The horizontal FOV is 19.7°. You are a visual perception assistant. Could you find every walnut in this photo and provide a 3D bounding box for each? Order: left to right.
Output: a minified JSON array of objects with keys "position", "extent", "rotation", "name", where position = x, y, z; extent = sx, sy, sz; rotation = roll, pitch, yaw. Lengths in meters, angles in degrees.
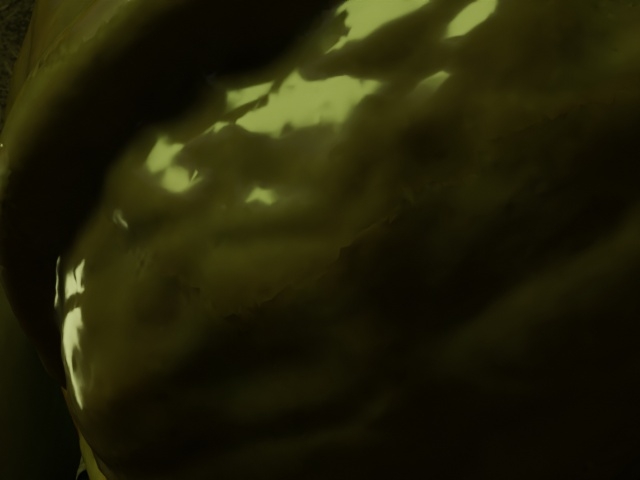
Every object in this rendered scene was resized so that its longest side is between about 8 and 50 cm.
[{"position":[0.022,-0.021,0.632],"extent":[0.285,0.285,0.296],"rotation":[-31,48,10],"name":"walnut"}]

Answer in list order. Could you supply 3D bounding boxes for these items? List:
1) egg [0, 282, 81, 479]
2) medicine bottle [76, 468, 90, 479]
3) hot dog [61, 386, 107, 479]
[{"position":[-0.232,0.109,0.952],"extent":[0.337,0.201,0.337],"rotation":[-25,46,28],"name":"egg"},{"position":[-0.023,0.083,0.865],"extent":[0.208,0.054,0.090],"rotation":[-31,15,21],"name":"medicine bottle"},{"position":[-0.067,0.059,0.810],"extent":[0.102,0.076,0.249],"rotation":[-56,41,29],"name":"hot dog"}]
